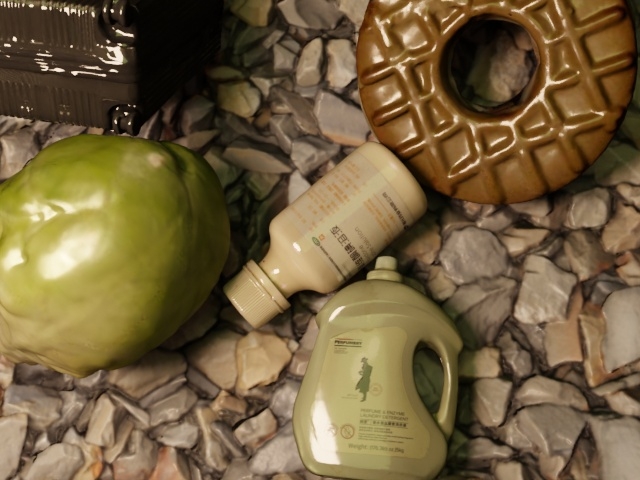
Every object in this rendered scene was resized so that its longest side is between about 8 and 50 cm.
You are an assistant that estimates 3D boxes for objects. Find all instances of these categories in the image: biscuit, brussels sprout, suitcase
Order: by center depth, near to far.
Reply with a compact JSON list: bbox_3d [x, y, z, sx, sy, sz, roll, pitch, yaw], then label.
[{"bbox_3d":[-0.245,0.014,0.993,0.316,0.274,0.242,-38,93,-5],"label":"brussels sprout"},{"bbox_3d":[0.195,-0.200,1.026,0.332,0.103,0.332,5,108,16],"label":"biscuit"},{"bbox_3d":[-0.261,-0.258,1.059,0.229,0.152,0.335,9,30,9],"label":"suitcase"}]

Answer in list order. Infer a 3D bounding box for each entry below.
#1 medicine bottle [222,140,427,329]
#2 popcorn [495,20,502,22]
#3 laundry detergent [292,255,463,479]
[{"bbox_3d":[0.000,0.000,1.050,0.252,0.114,0.114,-39,72,-4],"label":"medicine bottle"},{"bbox_3d":[0.213,-0.338,1.115,0.167,0.152,0.148,-17,26,1],"label":"popcorn"},{"bbox_3d":[0.067,0.142,1.008,0.181,0.091,0.253,5,73,8],"label":"laundry detergent"}]
